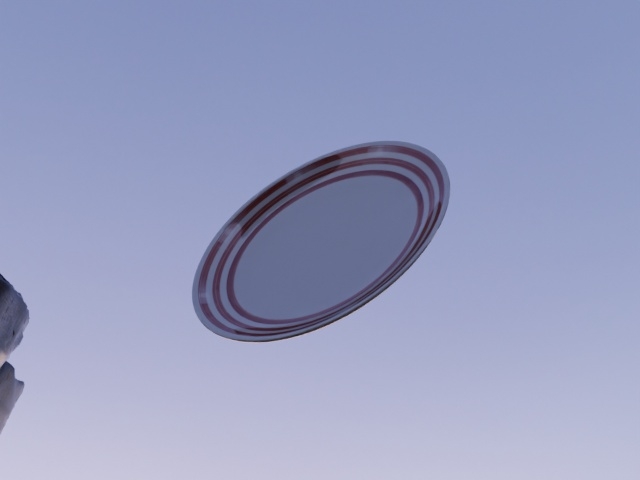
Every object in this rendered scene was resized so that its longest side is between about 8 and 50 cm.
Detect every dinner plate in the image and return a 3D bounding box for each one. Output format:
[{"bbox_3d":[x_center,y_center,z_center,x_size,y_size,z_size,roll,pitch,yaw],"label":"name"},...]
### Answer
[{"bbox_3d":[0.000,0.000,0.397,0.141,0.141,0.017,-25,-56,12],"label":"dinner plate"}]

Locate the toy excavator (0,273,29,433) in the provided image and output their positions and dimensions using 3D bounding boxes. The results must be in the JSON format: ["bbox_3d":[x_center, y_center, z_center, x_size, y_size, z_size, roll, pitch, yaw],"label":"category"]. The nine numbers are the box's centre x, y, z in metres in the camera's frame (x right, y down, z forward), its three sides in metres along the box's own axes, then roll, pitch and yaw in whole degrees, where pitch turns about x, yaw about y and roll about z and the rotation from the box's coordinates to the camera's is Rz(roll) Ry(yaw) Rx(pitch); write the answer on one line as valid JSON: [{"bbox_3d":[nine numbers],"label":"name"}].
[{"bbox_3d":[-0.438,0.052,0.494,0.445,0.222,0.433,22,-37,-9],"label":"toy excavator"}]
